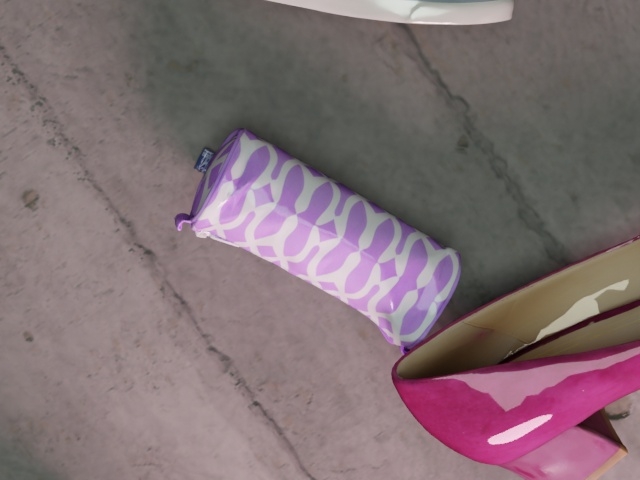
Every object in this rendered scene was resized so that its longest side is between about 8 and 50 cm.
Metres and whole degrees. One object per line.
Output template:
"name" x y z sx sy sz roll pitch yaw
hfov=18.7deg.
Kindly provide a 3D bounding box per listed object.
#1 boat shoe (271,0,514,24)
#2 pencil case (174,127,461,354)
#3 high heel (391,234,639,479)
"boat shoe" 0.027 -0.201 1.358 0.227 0.079 0.081 9 105 -1
"pencil case" 0.000 0.000 1.392 0.206 0.086 0.088 29 94 -8
"high heel" 0.228 0.022 1.365 0.181 0.127 0.377 34 101 -34
